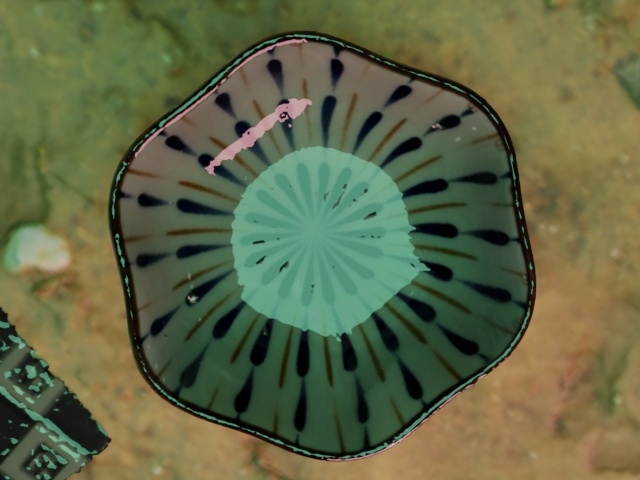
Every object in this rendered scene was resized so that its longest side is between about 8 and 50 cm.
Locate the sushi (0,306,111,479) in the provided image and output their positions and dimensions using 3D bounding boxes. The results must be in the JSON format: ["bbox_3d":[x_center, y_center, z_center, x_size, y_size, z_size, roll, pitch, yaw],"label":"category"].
[{"bbox_3d":[-0.211,0.107,0.782,0.201,0.031,0.139,-41,99,6],"label":"sushi"}]

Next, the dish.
[{"bbox_3d":[0.000,0.000,0.752,0.191,0.066,0.190,-1,100,-3],"label":"dish"}]
